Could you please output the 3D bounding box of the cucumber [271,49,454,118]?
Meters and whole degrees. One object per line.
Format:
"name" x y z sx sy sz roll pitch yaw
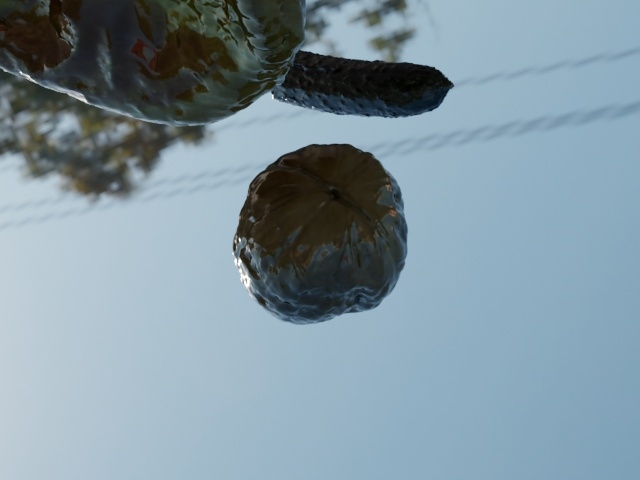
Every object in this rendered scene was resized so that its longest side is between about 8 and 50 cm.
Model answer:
"cucumber" 0.031 -0.159 1.672 0.245 0.067 0.067 15 -138 41

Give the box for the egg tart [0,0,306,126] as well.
"egg tart" -0.200 -0.278 1.320 0.443 0.443 0.178 1 -124 43

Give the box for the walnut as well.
"walnut" 0.000 0.000 1.425 0.155 0.155 0.184 -31 166 -19
